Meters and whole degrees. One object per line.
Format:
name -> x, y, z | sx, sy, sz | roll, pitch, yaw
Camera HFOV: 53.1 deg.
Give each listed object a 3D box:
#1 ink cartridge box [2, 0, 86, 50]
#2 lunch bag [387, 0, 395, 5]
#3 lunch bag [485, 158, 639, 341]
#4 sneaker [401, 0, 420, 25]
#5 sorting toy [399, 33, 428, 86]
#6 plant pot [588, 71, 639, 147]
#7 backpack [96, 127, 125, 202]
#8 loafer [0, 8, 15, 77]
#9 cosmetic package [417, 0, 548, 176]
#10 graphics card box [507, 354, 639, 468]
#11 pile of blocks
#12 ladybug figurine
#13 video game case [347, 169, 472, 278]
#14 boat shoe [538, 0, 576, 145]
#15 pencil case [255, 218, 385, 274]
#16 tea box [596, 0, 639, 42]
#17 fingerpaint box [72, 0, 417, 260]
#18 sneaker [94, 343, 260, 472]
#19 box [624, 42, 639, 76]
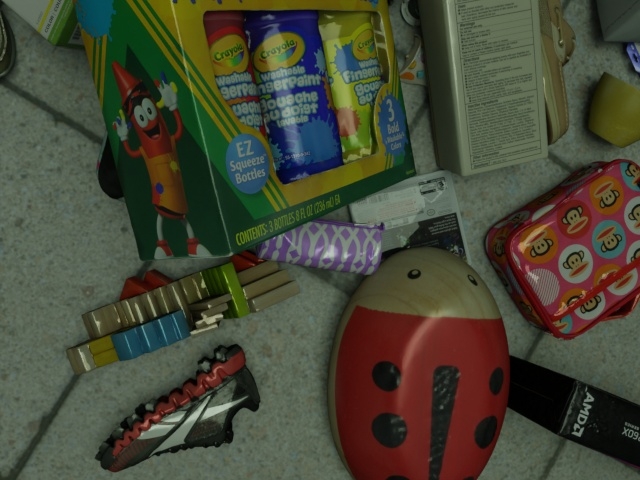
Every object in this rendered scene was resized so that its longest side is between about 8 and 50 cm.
ink cartridge box -> -0.393, -0.421, 0.909 | 0.255, 0.097, 0.189 | 40, 112, 10
lunch bag -> 0.095, -0.557, 1.022 | 0.287, 0.169, 0.235 | 41, 80, -15
lunch bag -> 0.460, 0.028, 1.107 | 0.293, 0.120, 0.258 | -34, 99, -6
sneaker -> 0.222, -0.415, 1.084 | 0.166, 0.076, 0.065 | -26, 94, -9
sorting toy -> 0.182, -0.301, 1.101 | 0.075, 0.045, 0.083 | 26, 86, -28
plant pot -> 0.526, -0.219, 1.119 | 0.134, 0.134, 0.095 | 26, 113, -8
backpack -> -0.189, -0.138, 0.947 | 0.253, 0.191, 0.225 | 13, 87, -44
loafer -> -0.534, -0.364, 0.953 | 0.094, 0.087, 0.251 | -20, 93, -9
cosmetic package -> 0.261, -0.274, 1.033 | 0.160, 0.113, 0.310 | -13, 107, -10
graphics card box -> 0.499, 0.309, 1.049 | 0.370, 0.233, 0.094 | 24, 86, -9
pile of blocks -> -0.220, 0.091, 0.973 | 0.362, 0.149, 0.113 | -21, 93, -8
ladybug figurine -> 0.168, 0.237, 1.019 | 0.305, 0.162, 0.450 | 1, 94, -10
video game case -> 0.152, -0.019, 1.099 | 0.190, 0.022, 0.173 | -14, 92, -10
boat shoe -> 0.380, -0.334, 1.087 | 0.110, 0.121, 0.341 | -12, 90, -8
pencil case -> 0.000, 0.000, 0.995 | 0.206, 0.086, 0.088 | 7, 118, -16
tea box -> 0.670, -0.488, 1.015 | 0.323, 0.329, 0.220 | -1, 78, -10
fingerpaint box -> -0.062, -0.215, 0.838 | 0.444, 0.163, 0.371 | -25, 108, -52
sneaker -> -0.211, 0.287, 0.999 | 0.276, 0.097, 0.135 | -35, 93, -9
box -> 0.620, -0.356, 1.175 | 0.136, 0.028, 0.081 | -27, 94, -6
